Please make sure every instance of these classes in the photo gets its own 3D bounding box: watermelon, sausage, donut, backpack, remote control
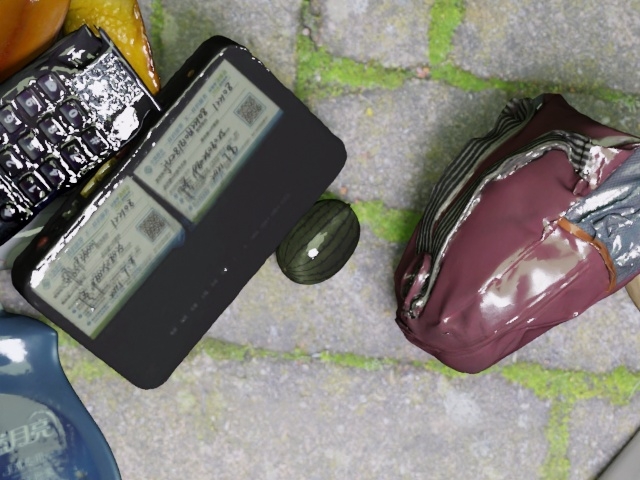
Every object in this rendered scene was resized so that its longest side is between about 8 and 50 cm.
[{"bbox_3d":[0.000,0.000,1.863,0.078,0.078,0.111,43,79,-2],"label":"watermelon"},{"bbox_3d":[-0.341,-0.191,1.766,0.105,0.105,0.274,28,117,-5],"label":"sausage"},{"bbox_3d":[-0.227,-0.220,1.814,0.101,0.152,0.259,-13,86,-9],"label":"donut"},{"bbox_3d":[0.205,-0.007,1.807,0.317,0.283,0.197,-41,114,-2],"label":"backpack"},{"bbox_3d":[-0.354,-0.063,1.724,0.399,0.062,0.144,-37,105,1],"label":"remote control"}]

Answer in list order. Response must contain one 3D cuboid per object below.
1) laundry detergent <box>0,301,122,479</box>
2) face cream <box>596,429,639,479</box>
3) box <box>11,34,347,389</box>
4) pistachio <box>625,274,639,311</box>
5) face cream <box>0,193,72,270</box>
[{"bbox_3d":[-0.324,0.169,1.784,0.143,0.094,0.290,-25,88,-7],"label":"laundry detergent"},{"bbox_3d":[0.338,0.316,1.881,0.314,0.089,0.143,-39,90,-19],"label":"face cream"},{"bbox_3d":[-0.147,-0.028,1.792,0.350,0.058,0.211,-49,121,-4],"label":"box"},{"bbox_3d":[0.409,0.004,1.900,0.157,0.157,0.229,-13,98,-10],"label":"pistachio"},{"bbox_3d":[-0.315,-0.008,1.815,0.229,0.075,0.075,-8,85,-9],"label":"face cream"}]
